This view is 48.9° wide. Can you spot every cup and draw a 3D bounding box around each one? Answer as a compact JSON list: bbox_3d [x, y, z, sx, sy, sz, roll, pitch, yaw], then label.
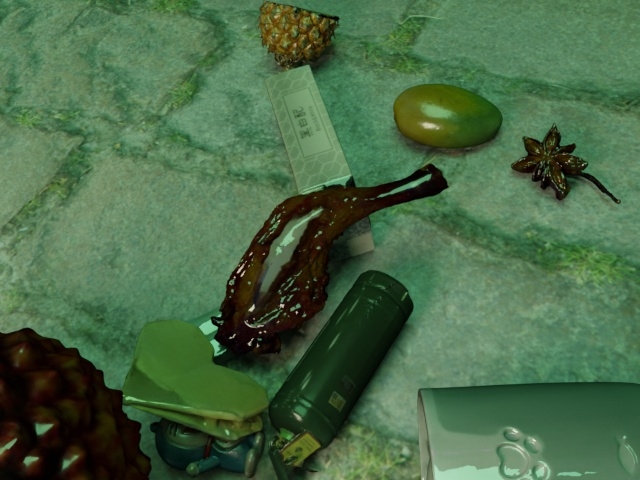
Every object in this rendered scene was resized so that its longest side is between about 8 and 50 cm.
[{"bbox_3d":[0.250,0.322,0.715,0.274,0.259,0.357,-5,81,5],"label":"cup"}]

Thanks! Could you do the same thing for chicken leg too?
[{"bbox_3d":[0.000,0.000,1.000,0.407,0.096,0.158,-40,77,-7],"label":"chicken leg"}]

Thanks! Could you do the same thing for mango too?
[{"bbox_3d":[0.226,-0.221,1.255,0.194,0.092,0.130,4,49,1],"label":"mango"}]

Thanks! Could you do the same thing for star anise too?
[{"bbox_3d":[0.403,-0.112,1.150,0.097,0.070,0.190,-49,56,5],"label":"star anise"}]

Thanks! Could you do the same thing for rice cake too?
[{"bbox_3d":[-0.112,0.120,1.052,0.226,0.040,0.085,-28,50,-14],"label":"rice cake"}]

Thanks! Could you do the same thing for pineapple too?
[{"bbox_3d":[-0.054,-0.403,1.431,0.161,0.137,0.176,18,18,22],"label":"pineapple"}]

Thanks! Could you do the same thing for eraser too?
[{"bbox_3d":[-0.008,-0.144,1.218,0.096,0.098,0.404,-17,49,1],"label":"eraser"}]

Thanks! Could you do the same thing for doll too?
[{"bbox_3d":[-0.151,0.260,0.916,0.151,0.086,0.114,14,30,8],"label":"doll"}]

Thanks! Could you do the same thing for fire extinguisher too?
[{"bbox_3d":[0.019,0.187,0.944,0.095,0.114,0.311,-16,30,55],"label":"fire extinguisher"}]

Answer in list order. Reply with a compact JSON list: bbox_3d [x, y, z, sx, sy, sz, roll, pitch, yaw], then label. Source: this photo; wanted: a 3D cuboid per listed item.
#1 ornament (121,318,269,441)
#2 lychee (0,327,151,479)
[{"bbox_3d":[-0.179,0.183,0.894,0.201,0.059,0.180,33,22,30],"label":"ornament"},{"bbox_3d":[-0.393,0.322,0.697,0.424,0.425,0.500,28,75,28],"label":"lychee"}]
